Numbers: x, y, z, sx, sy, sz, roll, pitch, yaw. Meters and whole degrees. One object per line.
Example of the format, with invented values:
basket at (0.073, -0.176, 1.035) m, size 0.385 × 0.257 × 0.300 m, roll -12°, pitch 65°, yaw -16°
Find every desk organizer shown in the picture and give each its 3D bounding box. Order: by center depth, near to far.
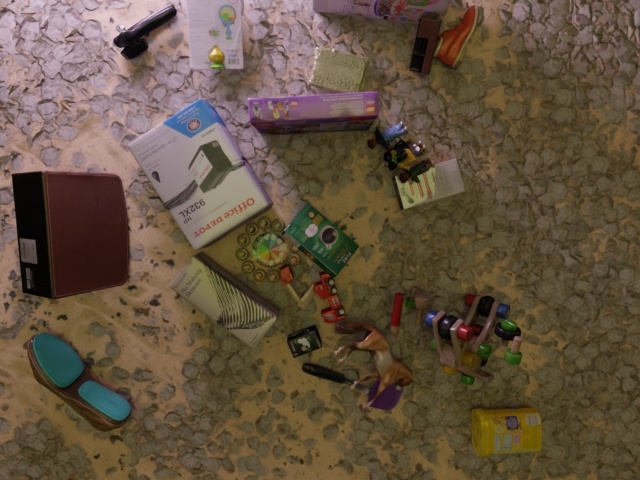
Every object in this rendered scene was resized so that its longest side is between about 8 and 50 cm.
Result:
desk organizer at (0.264, -0.491, 1.092) m, size 0.050 × 0.047 × 0.130 m, roll 9°, pitch 118°, yaw 3°

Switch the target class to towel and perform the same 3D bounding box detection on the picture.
towel at (0.049, -0.439, 1.128) m, size 0.148 × 0.027 × 0.110 m, roll 12°, pitch 96°, yaw -2°

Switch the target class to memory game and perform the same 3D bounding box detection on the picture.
memory game at (-0.141, 0.027, 1.178) m, size 0.186 × 0.012 × 0.186 m, roll 0°, pitch 95°, yaw -1°

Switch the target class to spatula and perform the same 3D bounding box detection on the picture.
spatula at (0.087, 0.402, 1.205) m, size 0.297 × 0.030 × 0.084 m, roll 21°, pitch 97°, yaw -2°

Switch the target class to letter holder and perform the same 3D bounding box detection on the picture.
letter holder at (-0.636, -0.023, 1.119) m, size 0.152 × 0.214 × 0.301 m, roll 3°, pitch 97°, yaw 32°

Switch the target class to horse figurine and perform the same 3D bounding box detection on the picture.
horse figurine at (0.139, 0.320, 1.155) m, size 0.175 × 0.066 × 0.263 m, roll -28°, pitch 97°, yaw -13°

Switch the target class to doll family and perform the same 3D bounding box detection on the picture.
doll family at (0.201, -0.227, 1.113) m, size 0.111 × 0.076 × 0.193 m, roll -30°, pitch 52°, yaw -2°

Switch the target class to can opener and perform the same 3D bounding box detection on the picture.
can opener at (-0.450, -0.548, 1.109) m, size 0.186 × 0.073 × 0.059 m, roll -38°, pitch 56°, yaw 0°

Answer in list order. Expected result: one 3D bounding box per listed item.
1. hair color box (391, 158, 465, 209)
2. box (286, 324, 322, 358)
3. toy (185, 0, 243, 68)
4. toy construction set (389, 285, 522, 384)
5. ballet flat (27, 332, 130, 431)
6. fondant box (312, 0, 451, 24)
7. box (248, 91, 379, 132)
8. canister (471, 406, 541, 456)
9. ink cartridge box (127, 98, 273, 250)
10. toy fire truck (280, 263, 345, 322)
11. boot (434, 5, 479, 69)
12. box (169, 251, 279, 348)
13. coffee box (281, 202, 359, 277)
hair color box at (0.284, -0.149, 1.143) m, size 0.167 × 0.053 × 0.093 m, roll -16°, pitch 95°, yaw 0°
box at (-0.043, 0.275, 1.177) m, size 0.083 × 0.062 × 0.052 m, roll -21°, pitch 97°, yaw 1°
toy at (-0.268, -0.560, 1.102) m, size 0.137 × 0.056 × 0.237 m, roll -1°, pitch 100°, yaw -4°
toy construction set at (0.334, 0.270, 1.119) m, size 0.309 × 0.257 × 0.237 m, roll 11°, pitch 109°, yaw 19°
ballet flat at (-0.677, 0.403, 1.178) m, size 0.342 × 0.116 × 0.124 m, roll 43°, pitch 113°, yaw -8°
fondant box at (0.146, -0.614, 1.006) m, size 0.331 × 0.238 × 0.096 m, roll 8°, pitch 94°, yaw -1°
box at (-0.015, -0.305, 1.053) m, size 0.294 × 0.201 × 0.057 m, roll -3°, pitch 96°, yaw 0°
canister at (0.517, 0.530, 1.198) m, size 0.170 × 0.073 × 0.126 m, roll -2°, pitch 96°, yaw -1°
ink cartridge box at (-0.296, -0.161, 1.101) m, size 0.223 × 0.129 × 0.307 m, roll -31°, pitch 95°, yaw 2°
toy fire truck at (-0.021, 0.144, 1.166) m, size 0.135 × 0.047 × 0.191 m, roll -19°, pitch 98°, yaw -2°
boot at (0.348, -0.533, 1.106) m, size 0.085 × 0.059 × 0.157 m, roll 23°, pitch 96°, yaw 3°
box at (-0.250, 0.157, 1.149) m, size 0.275 × 0.094 × 0.113 m, roll 36°, pitch 94°, yaw -4°
coffee box at (0.000, 0.000, 1.140) m, size 0.184 × 0.040 × 0.113 m, roll 39°, pitch 64°, yaw -4°
